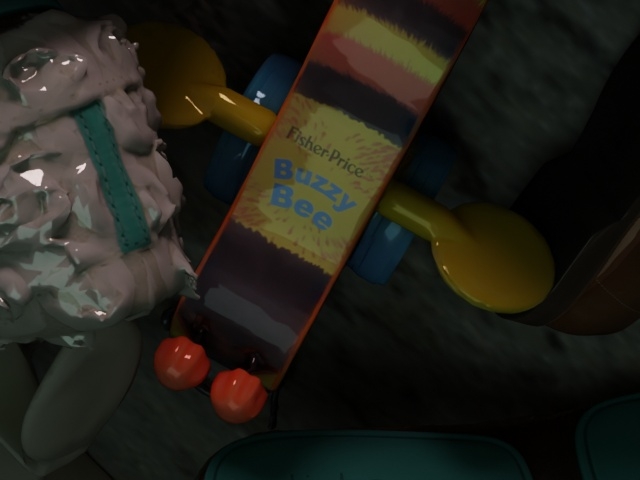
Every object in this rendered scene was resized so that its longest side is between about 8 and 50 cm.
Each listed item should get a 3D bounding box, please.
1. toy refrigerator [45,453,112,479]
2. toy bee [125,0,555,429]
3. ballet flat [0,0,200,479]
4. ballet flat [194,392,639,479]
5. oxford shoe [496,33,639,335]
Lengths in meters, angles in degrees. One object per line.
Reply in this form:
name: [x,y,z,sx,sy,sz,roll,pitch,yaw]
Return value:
toy refrigerator: [-0.243,0.197,0.853,0.269,0.094,0.102,-34,104,29]
toy bee: [0.000,0.000,0.629,0.195,0.162,0.298,10,120,12]
ballet flat: [-0.157,0.051,0.631,0.147,0.147,0.409,37,149,-6]
ballet flat: [0.109,0.143,0.691,0.342,0.116,0.124,-4,135,-4]
oxford shoe: [0.158,-0.040,0.627,0.076,0.076,0.212,19,127,-28]
